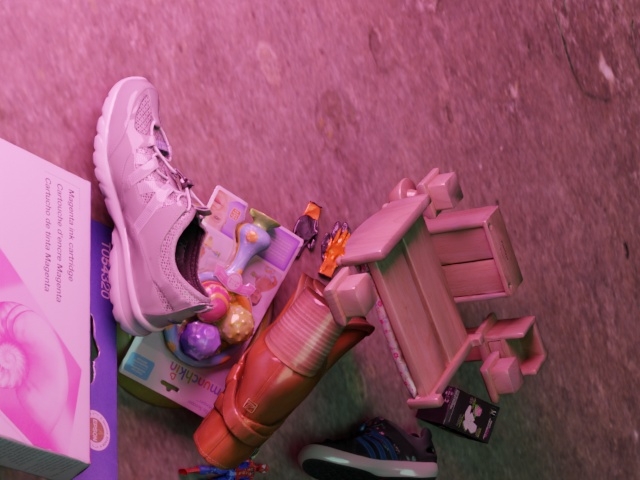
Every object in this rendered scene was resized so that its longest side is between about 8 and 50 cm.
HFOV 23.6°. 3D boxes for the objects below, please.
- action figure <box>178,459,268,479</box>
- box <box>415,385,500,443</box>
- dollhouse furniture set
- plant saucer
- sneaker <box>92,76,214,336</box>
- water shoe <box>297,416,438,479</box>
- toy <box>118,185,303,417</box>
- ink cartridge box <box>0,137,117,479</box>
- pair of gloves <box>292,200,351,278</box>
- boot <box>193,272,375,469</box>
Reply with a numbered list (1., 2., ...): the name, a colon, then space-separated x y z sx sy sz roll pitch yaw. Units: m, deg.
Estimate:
1. action figure: -0.111 0.277 1.809 0.115 0.030 0.038 -5 93 -35
2. box: 0.177 0.222 1.975 0.083 0.062 0.052 27 78 -32
3. dollhouse furniture set: 0.087 0.107 1.758 0.355 0.174 0.303 -46 120 -51
4. plant saucer: -0.147 0.077 1.759 0.241 0.037 0.241 -3 96 -34
5. sneaker: -0.168 -0.041 1.654 0.105 0.115 0.281 4 77 -69
6. water shoe: 0.055 0.260 1.907 0.203 0.073 0.080 14 60 -34
7. toy: -0.111 0.073 1.726 0.137 0.056 0.237 33 76 -31
8. ink cartridge box: -0.299 0.062 1.512 0.330 0.071 0.324 26 49 -44
9. pair of gloves: 0.000 0.000 1.866 0.083 0.010 0.074 31 78 -31
10. boot: -0.043 0.158 1.756 0.109 0.283 0.220 37 94 0
